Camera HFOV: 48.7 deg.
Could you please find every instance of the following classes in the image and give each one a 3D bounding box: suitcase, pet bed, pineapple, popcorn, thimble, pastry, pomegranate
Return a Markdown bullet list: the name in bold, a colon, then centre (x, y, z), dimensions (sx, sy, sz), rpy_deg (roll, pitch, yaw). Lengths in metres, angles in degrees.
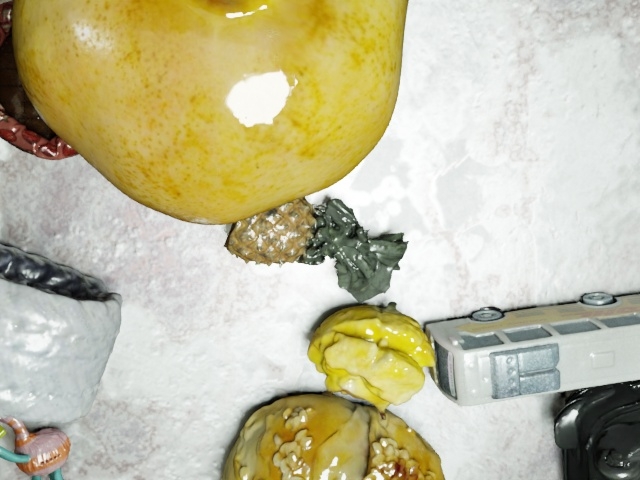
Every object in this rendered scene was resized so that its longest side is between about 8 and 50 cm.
- **suitcase**: centre (0.503, 0.341, 0.953), dimensions (0.340, 0.188, 0.345), rpy_deg (-13, 108, -3)
- **pet bed**: centre (-0.344, -0.202, 0.881), dimensions (0.201, 0.053, 0.201), rpy_deg (0, 95, -4)
- **pineapple**: centre (0.000, 0.000, 0.919), dimensions (0.237, 0.119, 0.111), rpy_deg (16, 55, -11)
- **popcorn**: centre (0.068, 0.150, 0.921), dimensions (0.148, 0.167, 0.152), rpy_deg (20, 82, -43)
- **thimble**: centre (-0.373, 0.103, 0.857), dimensions (0.246, 0.217, 0.157), rpy_deg (21, 90, 4)
- **pastry**: centre (0.024, 0.356, 0.940), dimensions (0.316, 0.184, 0.284), rpy_deg (26, 99, -8)
- **pomegranate**: centre (-0.100, -0.224, 0.726), dimensions (0.417, 0.416, 0.416), rpy_deg (-1, 101, -3)

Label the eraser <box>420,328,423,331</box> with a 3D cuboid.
- **eraser**: centre (0.119, 0.162, 0.994), dimensions (0.038, 0.019, 0.083), rpy_deg (7, 100, -4)

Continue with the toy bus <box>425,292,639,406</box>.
- **toy bus**: centre (0.320, 0.144, 0.943), dimensions (0.343, 0.138, 0.097), rpy_deg (-8, 103, -4)

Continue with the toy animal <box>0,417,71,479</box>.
- **toy animal**: centre (-0.402, 0.271, 0.941), dimensions (0.100, 0.103, 0.208), rpy_deg (-24, 105, 10)
